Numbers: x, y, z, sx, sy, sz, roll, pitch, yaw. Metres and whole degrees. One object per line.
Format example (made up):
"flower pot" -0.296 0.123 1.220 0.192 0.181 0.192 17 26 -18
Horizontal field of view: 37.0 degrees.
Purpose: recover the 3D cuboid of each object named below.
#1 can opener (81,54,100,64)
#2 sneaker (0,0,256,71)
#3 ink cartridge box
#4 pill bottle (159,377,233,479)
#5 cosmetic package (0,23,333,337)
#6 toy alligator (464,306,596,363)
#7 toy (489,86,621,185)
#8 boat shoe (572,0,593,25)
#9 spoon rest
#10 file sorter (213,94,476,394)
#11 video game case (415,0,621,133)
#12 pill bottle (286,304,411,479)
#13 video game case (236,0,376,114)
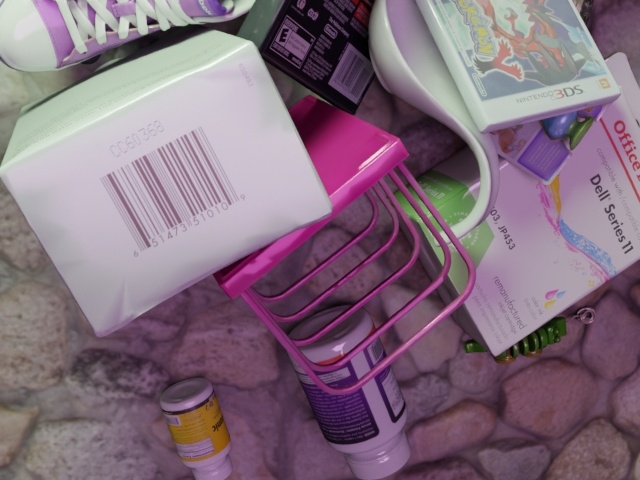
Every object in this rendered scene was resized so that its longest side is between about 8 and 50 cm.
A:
"can opener" -0.270 -0.304 0.914 0.076 0.095 0.283 -24 129 -6
"sneaker" -0.163 -0.226 0.871 0.282 0.161 0.102 -28 121 -13
"ink cartridge box" 0.286 -0.052 1.143 0.353 0.119 0.207 -34 109 -5
"pill bottle" -0.142 0.226 1.127 0.065 0.065 0.116 -19 109 -10
"cosmetic package" -0.154 -0.082 0.875 0.217 0.385 0.156 -28 108 -4
"toy alligator" 0.279 0.120 1.221 0.189 0.051 0.056 -13 107 -12
"toy" 0.194 -0.183 1.052 0.237 0.056 0.137 37 88 12
"boat shoe" 0.302 -0.297 1.123 0.049 0.056 0.152 7 111 -22
"spoon rest" 0.122 -0.136 0.992 0.084 0.137 0.276 -14 98 28
"file sorter" 0.000 0.000 0.990 0.202 0.290 0.182 -39 113 -3
"video game case" 0.202 -0.219 1.006 0.183 0.023 0.201 -16 73 -26
"pill bottle" 0.040 0.184 1.143 0.108 0.108 0.193 -25 109 -8
"video game case" 0.038 -0.268 0.962 0.035 0.275 0.248 31 96 20
